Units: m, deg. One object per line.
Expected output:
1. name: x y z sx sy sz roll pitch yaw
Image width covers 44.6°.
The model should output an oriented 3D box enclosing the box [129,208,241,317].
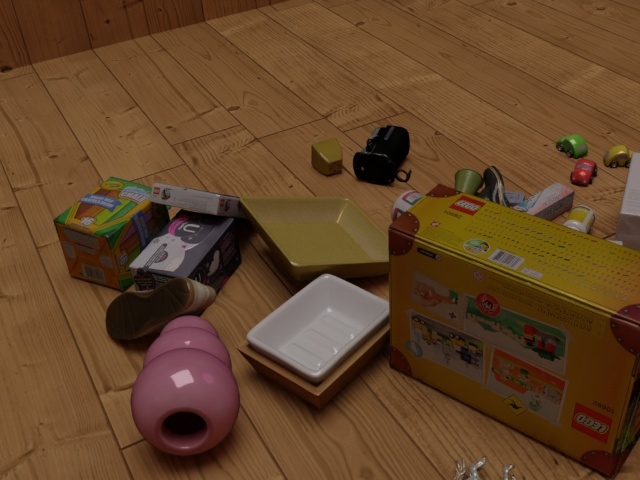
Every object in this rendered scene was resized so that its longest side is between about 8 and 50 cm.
1. box: -0.323 0.053 1.894 0.163 0.142 0.247 11 39 20

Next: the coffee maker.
1. coffee maker: 0.201 -0.244 2.284 0.171 0.120 0.178 29 44 5

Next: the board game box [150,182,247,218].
1. board game box: -0.274 -0.097 2.029 0.193 0.053 0.305 12 3 22

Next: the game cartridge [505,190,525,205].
1. game cartridge: 0.514 -0.116 2.138 0.083 0.017 0.056 10 35 19

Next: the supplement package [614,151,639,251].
1. supplement package: 0.821 -0.061 1.894 0.177 0.175 0.293 11 39 22

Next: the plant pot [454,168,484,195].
1. plant pot: 0.398 -0.141 2.141 0.083 0.083 0.079 11 51 20

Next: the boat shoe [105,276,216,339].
1. boat shoe: -0.362 0.156 1.746 0.302 0.098 0.109 -22 70 33

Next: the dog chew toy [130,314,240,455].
1. dog chew toy: -0.265 0.269 1.561 0.207 0.206 0.332 -7 28 -3

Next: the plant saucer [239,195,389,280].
1. plant saucer: 0.000 0.000 1.922 0.333 0.081 0.333 -2 31 -30

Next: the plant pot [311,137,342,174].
1. plant pot: 0.026 -0.241 2.312 0.081 0.081 0.083 -17 48 -16

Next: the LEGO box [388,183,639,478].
1. LEGO box: 0.381 0.157 1.482 0.500 0.372 0.193 24 44 32

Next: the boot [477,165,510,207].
1. boot: 0.420 -0.112 2.073 0.137 0.077 0.198 -8 48 3

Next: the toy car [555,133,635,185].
1. toy car: 0.772 -0.257 2.268 0.239 0.053 0.225 -20 39 -20

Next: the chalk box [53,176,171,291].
1. chalk box: -0.504 -0.038 2.007 0.180 0.179 0.289 14 40 23

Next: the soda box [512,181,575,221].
1. soda box: 0.586 -0.087 2.055 0.183 0.058 0.063 -27 42 -28

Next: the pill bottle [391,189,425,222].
1. pill bottle: 0.276 -0.046 1.992 0.108 0.108 0.180 -26 42 -26

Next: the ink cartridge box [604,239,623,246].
1. ink cartridge box: 0.561 0.077 1.753 0.212 0.154 0.093 6 37 15

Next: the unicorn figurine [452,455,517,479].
1. unicorn figurine: 0.310 0.441 1.378 0.162 0.060 0.111 -3 33 31

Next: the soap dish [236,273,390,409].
1. soap dish: 0.003 0.211 1.664 0.229 0.118 0.291 24 45 33

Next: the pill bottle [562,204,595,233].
1. pill bottle: 0.645 -0.034 1.970 0.065 0.065 0.116 17 41 27
